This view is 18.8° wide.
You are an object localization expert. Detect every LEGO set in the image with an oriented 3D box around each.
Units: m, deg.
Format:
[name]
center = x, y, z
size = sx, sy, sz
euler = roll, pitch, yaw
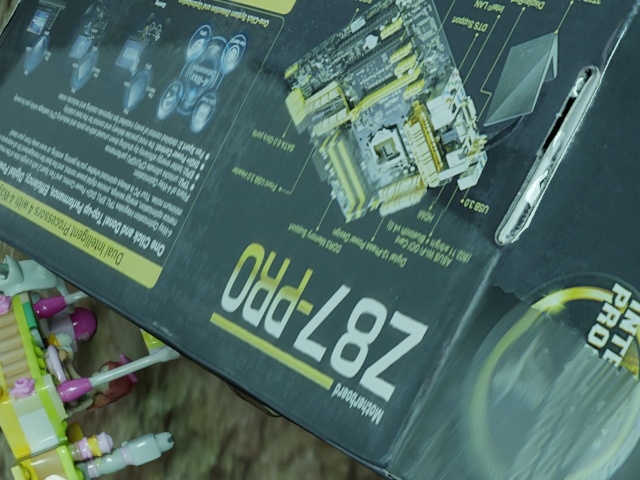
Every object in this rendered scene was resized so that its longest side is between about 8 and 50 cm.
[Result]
[LEGO set]
center = -0.101, 0.108, 1.001
size = 0.132, 0.107, 0.287
euler = 77, 170, -56

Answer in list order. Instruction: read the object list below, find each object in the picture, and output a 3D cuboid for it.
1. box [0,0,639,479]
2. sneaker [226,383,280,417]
[box]
center = 0.024, -0.100, 0.690
size = 0.395, 0.097, 0.318
euler = 23, 82, 57
[sneaker]
center = 0.000, 0.000, 0.862
size = 0.071, 0.066, 0.188
euler = 52, 137, 27
